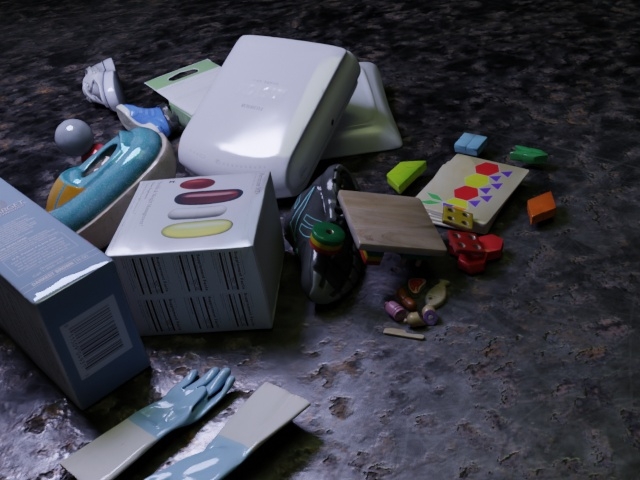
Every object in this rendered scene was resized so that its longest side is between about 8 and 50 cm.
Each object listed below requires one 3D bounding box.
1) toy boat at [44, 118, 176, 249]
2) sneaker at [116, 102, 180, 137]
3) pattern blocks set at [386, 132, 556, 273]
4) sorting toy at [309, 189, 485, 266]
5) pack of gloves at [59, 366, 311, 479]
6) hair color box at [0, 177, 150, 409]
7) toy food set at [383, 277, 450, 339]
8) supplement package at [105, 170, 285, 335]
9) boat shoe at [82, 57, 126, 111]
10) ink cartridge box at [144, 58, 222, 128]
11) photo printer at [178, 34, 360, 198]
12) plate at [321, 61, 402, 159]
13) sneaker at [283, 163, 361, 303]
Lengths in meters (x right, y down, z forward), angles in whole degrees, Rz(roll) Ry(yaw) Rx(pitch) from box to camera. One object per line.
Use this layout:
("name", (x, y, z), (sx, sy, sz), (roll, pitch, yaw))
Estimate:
("toy boat", (-0.378, -0.111, 1.274), (0.267, 0.148, 0.318), (-42, 29, 0))
("sneaker", (-0.354, -0.257, 1.582), (0.084, 0.058, 0.152), (-38, 49, -27))
("pattern blocks set", (0.240, -0.076, 1.242), (0.285, 0.026, 0.325), (25, 49, 37))
("sorting toy", (0.106, -0.013, 1.105), (0.274, 0.046, 0.132), (4, 36, -18))
("pack of gloves", (-0.153, 0.240, 0.887), (0.195, 0.046, 0.232), (12, 36, 44))
("hair color box", (-0.402, 0.053, 1.054), (0.113, 0.185, 0.374), (-34, 43, -31))
("toy food set", (0.129, 0.085, 1.049), (0.078, 0.019, 0.122), (7, 38, 20))
("supplement package", (-0.169, 0.016, 1.092), (0.203, 0.149, 0.194), (-4, 36, 7))
("boat shoe", (-0.493, -0.342, 1.717), (0.084, 0.095, 0.258), (-19, 26, -8))
("ink cartridge box", (-0.252, -0.313, 1.645), (0.171, 0.056, 0.235), (-28, 40, -26))
("photo printer", (-0.099, -0.219, 1.367), (0.256, 0.107, 0.307), (16, 67, 27))
("plate", (0.000, -0.264, 1.494), (0.277, 0.045, 0.278), (-9, 47, -2))
("sneaker", (0.000, 0.000, 1.154), (0.106, 0.101, 0.267), (-25, 34, 29))
